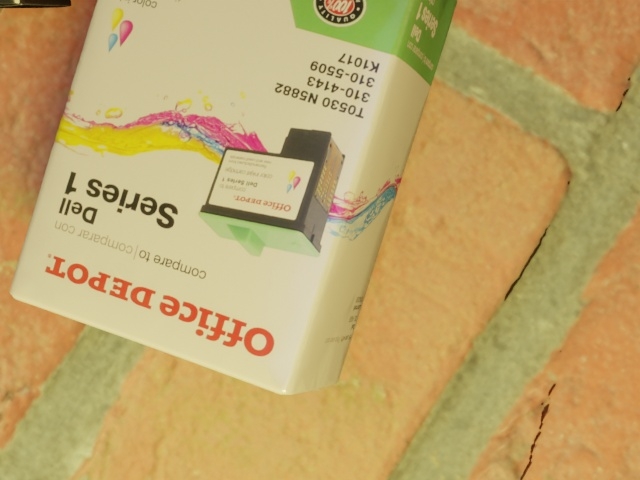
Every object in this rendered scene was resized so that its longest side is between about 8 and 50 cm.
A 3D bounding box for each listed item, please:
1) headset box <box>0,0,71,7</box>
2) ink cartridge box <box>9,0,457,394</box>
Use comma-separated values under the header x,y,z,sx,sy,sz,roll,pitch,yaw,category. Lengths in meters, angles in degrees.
x,y,z,sx,sy,sz,roll,pitch,yaw,category
-0.283,-0.297,0.756,0.218,0.110,0.293,0,101,5,headset box
-0.054,-0.061,0.765,0.201,0.117,0.278,18,92,15,ink cartridge box
